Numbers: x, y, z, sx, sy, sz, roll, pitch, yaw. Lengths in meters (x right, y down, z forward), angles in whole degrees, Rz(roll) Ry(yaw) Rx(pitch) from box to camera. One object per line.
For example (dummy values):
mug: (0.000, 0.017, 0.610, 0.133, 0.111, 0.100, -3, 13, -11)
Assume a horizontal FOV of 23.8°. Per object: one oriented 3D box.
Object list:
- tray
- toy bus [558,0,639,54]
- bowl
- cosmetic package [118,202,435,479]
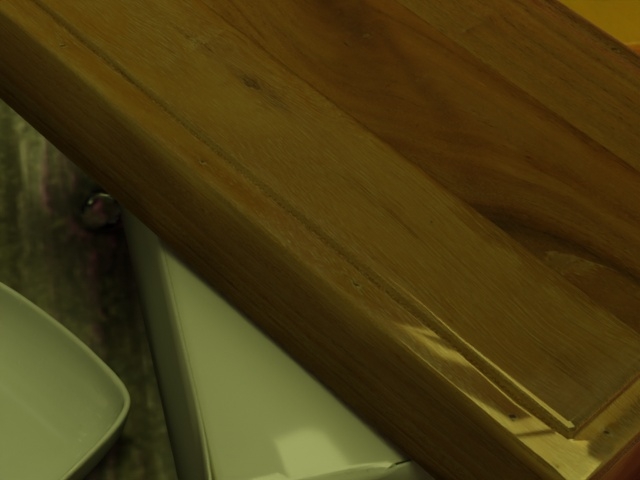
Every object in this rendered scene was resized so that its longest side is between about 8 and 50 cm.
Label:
tray: (0.018, -0.060, 0.702, 0.203, 0.076, 0.411, -36, 62, -28)
toy bus: (0.151, -0.123, 0.919, 0.108, 0.130, 0.333, -5, 44, -10)
bowl: (-0.182, 0.095, 0.764, 0.142, 0.053, 0.142, 36, 56, 21)
cosmetic package: (0.000, 0.000, 0.797, 0.197, 0.155, 0.365, -7, 53, -11)
